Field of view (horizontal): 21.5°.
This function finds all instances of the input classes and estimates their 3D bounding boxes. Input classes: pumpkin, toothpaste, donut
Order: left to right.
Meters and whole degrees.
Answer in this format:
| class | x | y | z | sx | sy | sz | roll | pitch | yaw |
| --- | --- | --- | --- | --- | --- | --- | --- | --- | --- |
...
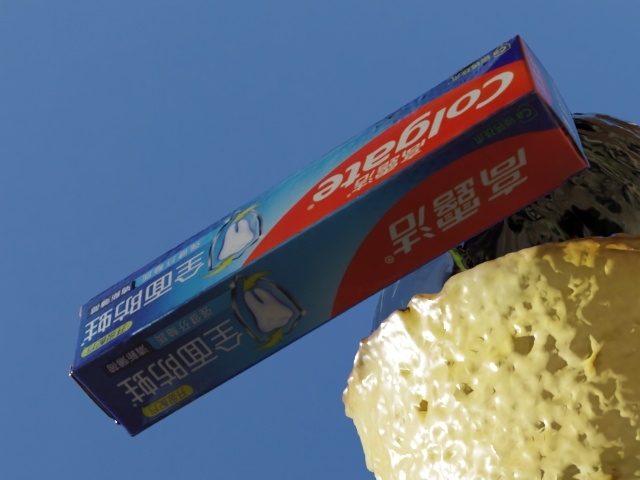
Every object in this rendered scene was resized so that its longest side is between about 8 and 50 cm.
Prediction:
| class | x | y | z | sx | sy | sz | roll | pitch | yaw |
| --- | --- | --- | --- | --- | --- | --- | --- | --- | --- |
| toothpaste | 0.000 | 0.001 | 0.979 | 0.066 | 0.320 | 0.076 | 50 | -162 | -26 |
| pumpkin | 0.184 | 0.065 | 1.253 | 0.296 | 0.296 | 0.295 | 6 | -127 | -8 |
| donut | 0.120 | 0.062 | 0.574 | 0.217 | 0.141 | 0.085 | -3 | -119 | -4 |
